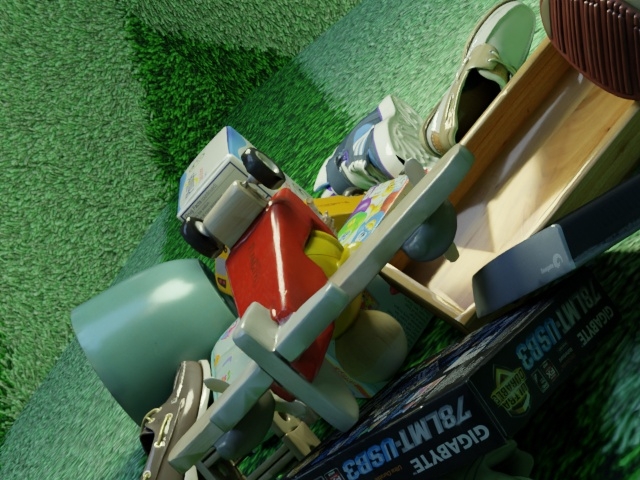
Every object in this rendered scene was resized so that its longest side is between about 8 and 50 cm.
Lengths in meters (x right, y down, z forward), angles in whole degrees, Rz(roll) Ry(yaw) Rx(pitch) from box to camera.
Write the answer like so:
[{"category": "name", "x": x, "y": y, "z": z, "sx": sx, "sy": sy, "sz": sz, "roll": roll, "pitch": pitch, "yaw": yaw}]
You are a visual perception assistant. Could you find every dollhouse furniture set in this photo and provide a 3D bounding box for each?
[{"category": "dollhouse furniture set", "x": -0.056, "y": 0.273, "z": 1.439, "sx": 0.129, "sy": 0.129, "sz": 0.183, "roll": -44, "pitch": -8, "yaw": 18}]

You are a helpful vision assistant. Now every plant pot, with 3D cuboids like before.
[{"category": "plant pot", "x": -0.255, "y": 0.171, "z": 1.897, "sx": 0.235, "sy": 0.293, "sz": 0.293, "roll": -36, "pitch": 16, "yaw": -1}]

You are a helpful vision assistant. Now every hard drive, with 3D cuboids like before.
[{"category": "hard drive", "x": 0.254, "y": 0.004, "z": 1.108, "sx": 0.172, "sy": 0.054, "sz": 0.255, "roll": -29, "pitch": -7, "yaw": -17}]

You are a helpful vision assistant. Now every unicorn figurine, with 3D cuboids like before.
[{"category": "unicorn figurine", "x": -0.021, "y": -0.008, "z": 1.488, "sx": 0.060, "sy": 0.111, "sz": 0.162, "roll": -34, "pitch": 24, "yaw": -10}]

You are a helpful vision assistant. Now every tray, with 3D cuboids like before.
[{"category": "tray", "x": 0.258, "y": -0.079, "z": 1.336, "sx": 0.411, "sy": 0.076, "sz": 0.203, "roll": -51, "pitch": 41, "yaw": -5}]

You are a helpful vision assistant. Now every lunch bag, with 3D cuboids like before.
[{"category": "lunch bag", "x": -0.074, "y": 0.181, "z": 1.677, "sx": 0.224, "sy": 0.108, "sz": 0.279, "roll": -48, "pitch": 15, "yaw": 9}]

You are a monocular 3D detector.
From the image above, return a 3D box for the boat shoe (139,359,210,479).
[{"category": "boat shoe", "x": -0.232, "y": 0.313, "z": 1.653, "sx": 0.117, "sy": 0.096, "sz": 0.324, "roll": 110, "pitch": 168, "yaw": -47}]

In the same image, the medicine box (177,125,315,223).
[{"category": "medicine box", "x": -0.105, "y": -0.041, "z": 1.939, "sx": 0.149, "sy": 0.289, "sz": 0.263, "roll": -47, "pitch": 16, "yaw": 8}]

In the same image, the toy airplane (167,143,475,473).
[{"category": "toy airplane", "x": -0.001, "y": 0.086, "z": 1.201, "sx": 0.386, "sy": 0.272, "sz": 0.384, "roll": -14, "pitch": 48, "yaw": 52}]

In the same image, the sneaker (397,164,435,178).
[{"category": "sneaker", "x": 0.189, "y": -0.082, "z": 1.678, "sx": 0.170, "sy": 0.071, "sz": 0.068, "roll": 19, "pitch": 86, "yaw": 57}]

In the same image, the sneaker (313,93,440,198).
[{"category": "sneaker", "x": 0.087, "y": -0.112, "z": 1.919, "sx": 0.236, "sy": 0.130, "sz": 0.323, "roll": -49, "pitch": 17, "yaw": 22}]

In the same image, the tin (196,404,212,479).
[{"category": "tin", "x": -0.204, "y": 0.347, "z": 1.771, "sx": 0.106, "sy": 0.040, "sz": 0.190, "roll": -36, "pitch": 20, "yaw": 50}]

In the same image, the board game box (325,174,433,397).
[{"category": "board game box", "x": 0.074, "y": 0.064, "z": 1.483, "sx": 0.275, "sy": 0.144, "sz": 0.142, "roll": -54, "pitch": 15, "yaw": -20}]

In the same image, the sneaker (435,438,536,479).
[{"category": "sneaker", "x": 0.141, "y": 0.264, "z": 0.917, "sx": 0.129, "sy": 0.111, "sz": 0.297, "roll": -40, "pitch": 18, "yaw": 14}]

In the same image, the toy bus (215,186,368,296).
[{"category": "toy bus", "x": 0.000, "y": 0.000, "z": 1.666, "sx": 0.332, "sy": 0.130, "sz": 0.108, "roll": -10, "pitch": 18, "yaw": -42}]

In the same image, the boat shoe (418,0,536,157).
[{"category": "boat shoe", "x": 0.281, "y": -0.268, "z": 1.792, "sx": 0.302, "sy": 0.113, "sz": 0.103, "roll": -61, "pitch": 18, "yaw": -5}]

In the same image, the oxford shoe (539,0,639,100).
[{"category": "oxford shoe", "x": 0.403, "y": -0.231, "z": 1.219, "sx": 0.130, "sy": 0.123, "sz": 0.348, "roll": -35, "pitch": 44, "yaw": -22}]

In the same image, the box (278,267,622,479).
[{"category": "box", "x": 0.123, "y": 0.162, "z": 1.074, "sx": 0.293, "sy": 0.073, "sz": 0.295, "roll": -38, "pitch": -5, "yaw": 37}]
